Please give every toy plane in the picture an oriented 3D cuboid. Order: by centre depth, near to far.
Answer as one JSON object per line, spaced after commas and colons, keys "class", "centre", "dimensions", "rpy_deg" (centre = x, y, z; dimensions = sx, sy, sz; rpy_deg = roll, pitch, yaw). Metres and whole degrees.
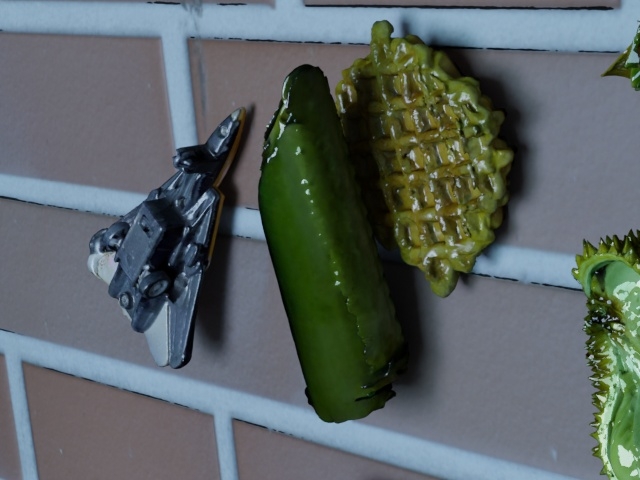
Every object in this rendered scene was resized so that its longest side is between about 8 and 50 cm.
{"class": "toy plane", "centre": [-0.160, -0.023, 2.118], "dimensions": [0.204, 0.103, 0.316], "rpy_deg": [51, 137, 27]}

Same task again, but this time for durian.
{"class": "durian", "centre": [0.300, 0.093, 1.543], "dimensions": [0.200, 0.176, 0.237], "rpy_deg": [-10, 100, 42]}

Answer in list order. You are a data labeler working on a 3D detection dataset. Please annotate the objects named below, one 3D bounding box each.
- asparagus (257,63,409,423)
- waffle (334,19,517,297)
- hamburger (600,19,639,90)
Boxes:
{"class": "asparagus", "centre": [0.000, 0.000, 1.876], "dimensions": [0.128, 0.108, 0.382], "rpy_deg": [-138, 30, -62]}
{"class": "waffle", "centre": [0.088, -0.081, 1.832], "dimensions": [0.238, 0.059, 0.243], "rpy_deg": [48, 139, 28]}
{"class": "hamburger", "centre": [0.344, -0.134, 1.367], "dimensions": [0.243, 0.261, 0.139], "rpy_deg": [118, 150, -46]}
